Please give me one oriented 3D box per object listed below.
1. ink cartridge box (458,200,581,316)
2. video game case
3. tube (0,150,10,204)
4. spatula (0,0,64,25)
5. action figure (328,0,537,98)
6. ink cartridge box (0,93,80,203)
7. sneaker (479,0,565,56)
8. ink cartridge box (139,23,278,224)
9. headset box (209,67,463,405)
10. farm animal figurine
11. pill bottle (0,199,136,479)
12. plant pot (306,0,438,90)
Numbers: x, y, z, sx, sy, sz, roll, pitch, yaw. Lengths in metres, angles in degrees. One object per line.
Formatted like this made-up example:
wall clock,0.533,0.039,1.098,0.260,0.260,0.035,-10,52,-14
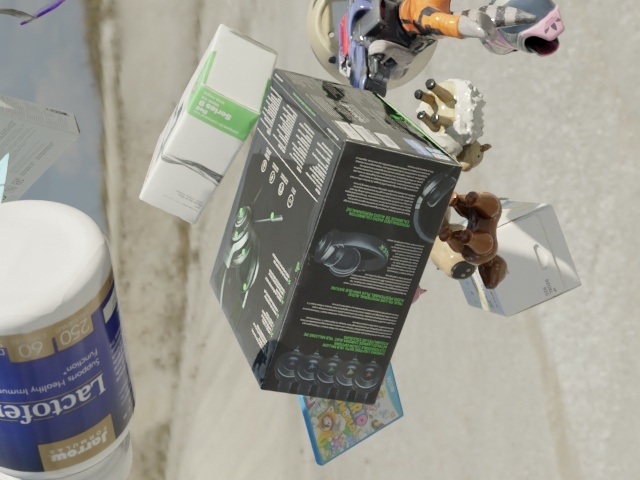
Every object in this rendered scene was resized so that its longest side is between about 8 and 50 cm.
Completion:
ink cartridge box,0.366,0.032,2.282,0.232,0.168,0.171,-167,54,-79
video game case,0.047,0.245,1.738,0.015,0.166,0.119,10,120,53
tube,-0.395,-0.025,1.351,0.207,0.052,0.080,-38,48,53
spatula,-0.430,-0.301,1.569,0.296,0.084,0.030,-31,-78,-52
action figure,0.147,-0.298,1.800,0.330,0.178,0.341,-17,58,42
ink cartridge box,-0.480,-0.117,1.587,0.224,0.223,0.045,12,-133,-49
sneaker,0.362,-0.365,2.080,0.131,0.112,0.319,50,-177,8
ink cartridge box,-0.202,-0.204,2.094,0.289,0.121,0.211,-55,17,36
headset box,0.000,0.000,1.205,0.246,0.131,0.283,-128,53,-61
farm animal figurine,0.116,-0.007,1.536,0.172,0.330,0.327,20,-131,-45
pill bottle,-0.240,0.110,1.010,0.153,0.153,0.265,-105,9,-49
plant pot,0.077,-0.393,2.121,0.274,0.256,0.257,-39,-58,-75
